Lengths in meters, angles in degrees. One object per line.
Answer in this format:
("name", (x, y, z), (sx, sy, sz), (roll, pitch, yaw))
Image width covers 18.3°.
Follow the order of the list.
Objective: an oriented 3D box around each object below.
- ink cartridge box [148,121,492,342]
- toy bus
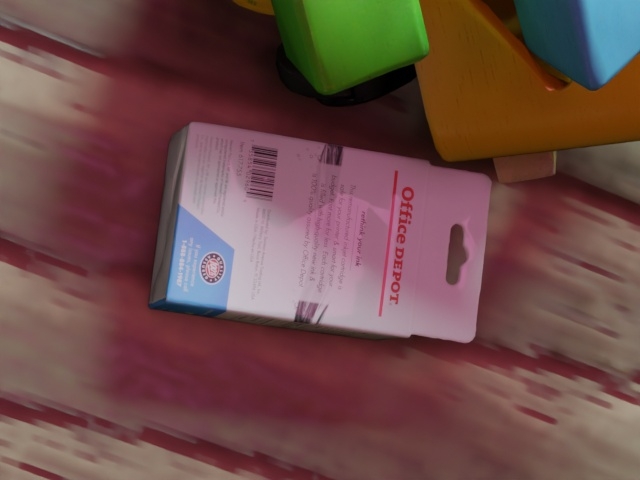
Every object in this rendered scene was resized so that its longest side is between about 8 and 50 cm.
("ink cartridge box", (0.000, 0.000, 0.525), (0.083, 0.028, 0.048), (9, 82, -14))
("toy bus", (0.050, -0.069, 0.504), (0.191, 0.202, 0.104), (-29, 123, -23))
